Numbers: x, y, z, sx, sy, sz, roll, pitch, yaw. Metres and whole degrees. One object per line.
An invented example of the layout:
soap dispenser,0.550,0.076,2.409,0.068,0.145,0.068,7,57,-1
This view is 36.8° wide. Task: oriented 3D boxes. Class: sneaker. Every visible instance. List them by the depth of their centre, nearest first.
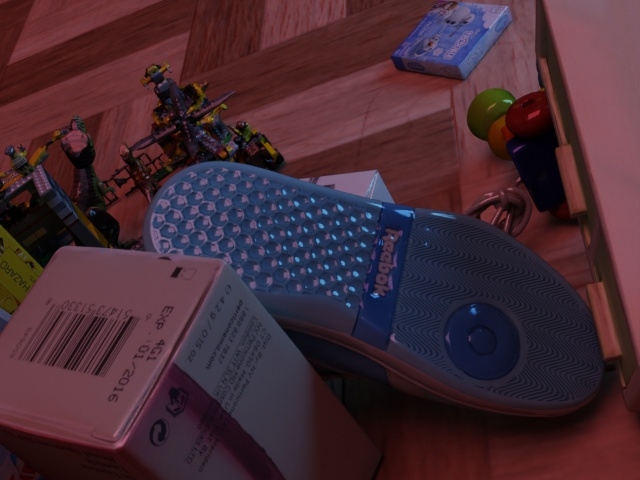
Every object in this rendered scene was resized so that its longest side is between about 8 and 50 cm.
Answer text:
sneaker,0.029,0.063,0.704,0.318,0.208,0.127,21,62,3

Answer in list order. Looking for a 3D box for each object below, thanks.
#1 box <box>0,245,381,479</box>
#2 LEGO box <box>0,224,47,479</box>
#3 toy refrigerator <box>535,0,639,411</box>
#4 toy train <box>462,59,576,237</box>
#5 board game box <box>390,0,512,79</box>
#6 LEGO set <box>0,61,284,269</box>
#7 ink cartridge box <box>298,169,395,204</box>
box,-0.086,0.124,0.622,0.148,0.232,0.127,3,53,36
LEGO box,-0.379,0.108,0.625,0.193,0.500,0.372,12,58,41
toy refrigerator,0.202,-0.038,0.606,0.094,0.102,0.270,-12,69,8
toy train,0.158,-0.081,0.775,0.248,0.105,0.143,-35,30,-1
board game box,0.131,-0.203,0.968,0.090,0.020,0.090,19,63,42
LEGO set,-0.221,-0.066,0.930,0.331,0.192,0.255,-31,40,3
ink cartridge box,0.000,0.000,0.792,0.135,0.099,0.056,-4,47,29
